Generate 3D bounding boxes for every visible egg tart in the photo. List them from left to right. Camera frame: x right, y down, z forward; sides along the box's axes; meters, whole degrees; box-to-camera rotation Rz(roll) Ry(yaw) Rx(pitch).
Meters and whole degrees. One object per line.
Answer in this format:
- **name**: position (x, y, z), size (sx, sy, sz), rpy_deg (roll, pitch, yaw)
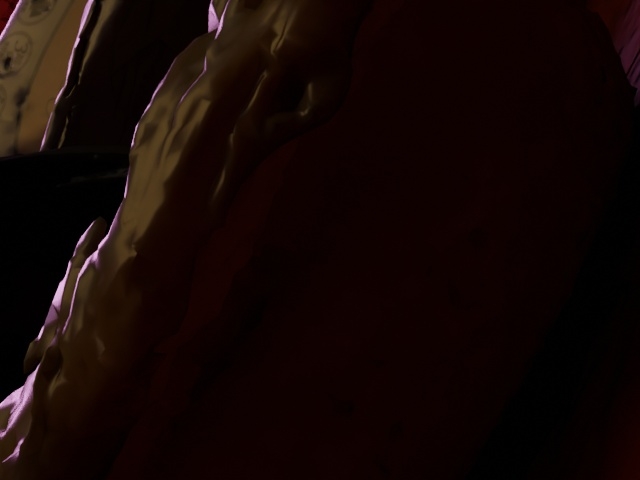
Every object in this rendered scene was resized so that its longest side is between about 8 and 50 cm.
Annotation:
- **egg tart**: position (0.000, 0.000, 0.475), size (0.288, 0.118, 0.288), rpy_deg (-61, -2, -4)

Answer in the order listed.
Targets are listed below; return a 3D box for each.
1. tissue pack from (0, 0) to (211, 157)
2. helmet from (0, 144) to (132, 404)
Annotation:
- **tissue pack**: position (-0.044, -0.135, 0.918), size (0.306, 0.238, 0.238), rpy_deg (-65, 4, -12)
- **helmet**: position (-0.107, 0.105, 0.719), size (0.177, 0.225, 0.305), rpy_deg (77, -151, -43)
